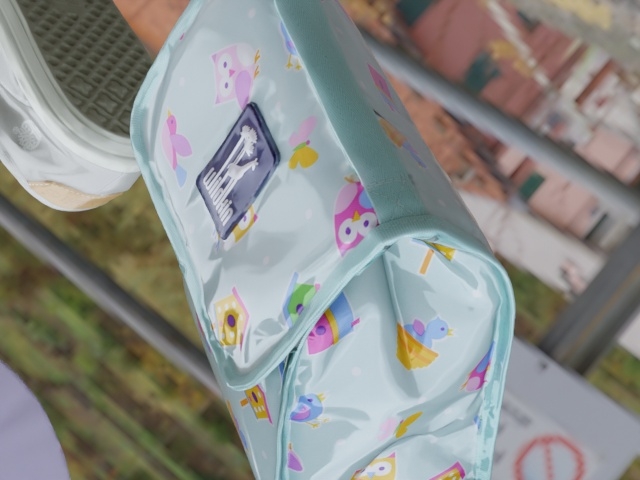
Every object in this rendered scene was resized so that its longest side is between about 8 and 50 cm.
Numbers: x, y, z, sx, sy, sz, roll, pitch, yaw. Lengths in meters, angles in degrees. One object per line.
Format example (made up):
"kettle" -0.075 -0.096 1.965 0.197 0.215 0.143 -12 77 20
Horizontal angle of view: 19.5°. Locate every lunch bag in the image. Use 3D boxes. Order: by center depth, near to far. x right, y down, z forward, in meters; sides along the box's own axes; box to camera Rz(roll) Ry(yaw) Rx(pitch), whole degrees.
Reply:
"lunch bag" 0.000 0.000 0.992 0.262 0.160 0.223 86 164 -52

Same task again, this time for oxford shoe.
"oxford shoe" -0.255 -0.199 1.573 0.130 0.169 0.449 -54 48 36

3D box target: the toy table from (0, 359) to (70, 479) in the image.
"toy table" -0.224 0.180 0.899 0.252 0.274 0.161 28 169 -21
